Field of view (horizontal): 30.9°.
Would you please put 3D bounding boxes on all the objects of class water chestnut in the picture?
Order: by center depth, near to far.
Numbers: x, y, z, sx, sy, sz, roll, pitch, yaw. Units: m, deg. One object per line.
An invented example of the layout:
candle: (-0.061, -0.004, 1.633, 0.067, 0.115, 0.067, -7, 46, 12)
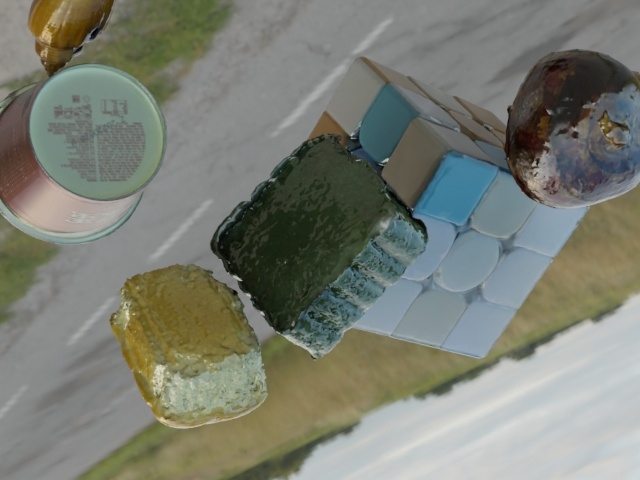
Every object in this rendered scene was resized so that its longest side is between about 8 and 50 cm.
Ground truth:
water chestnut: (0.352, -0.154, 1.627, 0.224, 0.223, 0.238, -21, -162, -38)

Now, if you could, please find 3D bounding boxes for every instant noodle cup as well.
instant noodle cup: (-0.314, -0.121, 1.516, 0.235, 0.234, 0.178, -23, -178, -27)

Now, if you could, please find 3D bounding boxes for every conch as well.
conch: (-0.300, -0.326, 1.483, 0.109, 0.093, 0.330, -20, 158, -44)

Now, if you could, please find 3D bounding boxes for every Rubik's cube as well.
Rubik's cube: (0.172, -0.052, 1.966, 0.347, 0.344, 0.346, 19, 112, -36)

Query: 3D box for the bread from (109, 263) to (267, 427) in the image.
bread: (-0.176, 0.138, 1.549, 0.174, 0.245, 0.121, -18, 137, -22)

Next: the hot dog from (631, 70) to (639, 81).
hot dog: (0.465, -0.219, 1.824, 0.262, 0.093, 0.123, 6, 152, 14)

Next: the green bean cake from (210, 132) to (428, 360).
green bean cake: (0.000, 0.000, 1.612, 0.255, 0.241, 0.132, -48, 136, 5)
